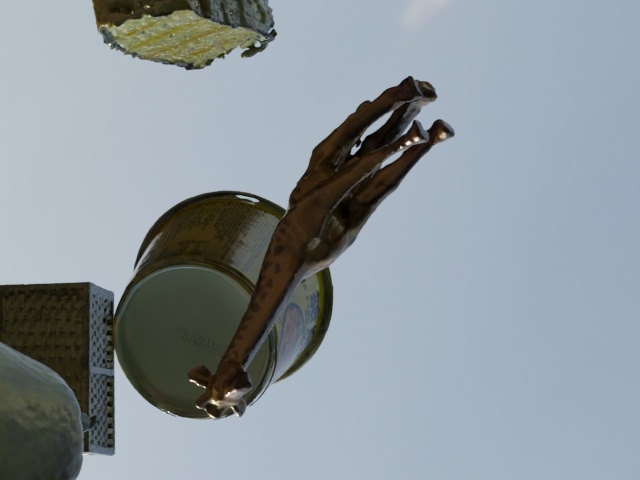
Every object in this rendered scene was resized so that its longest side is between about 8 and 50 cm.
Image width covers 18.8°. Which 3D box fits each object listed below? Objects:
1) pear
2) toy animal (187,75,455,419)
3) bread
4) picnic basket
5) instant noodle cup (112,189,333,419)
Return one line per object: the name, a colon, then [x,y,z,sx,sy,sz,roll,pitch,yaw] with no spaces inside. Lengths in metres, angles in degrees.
pear: [-0.383,0.198,1.841,0.287,0.375,0.287,15,-72,59]
toy animal: [-0.004,-0.001,1.299,0.275,0.054,0.149,-51,-161,-7]
bread: [-0.105,-0.190,1.413,0.103,0.156,0.110,-18,-104,19]
picnic basket: [-0.321,0.150,2.199,0.134,0.154,0.196,41,49,-81]
instant noodle cup: [-0.090,0.063,1.623,0.182,0.182,0.144,-41,-176,19]
